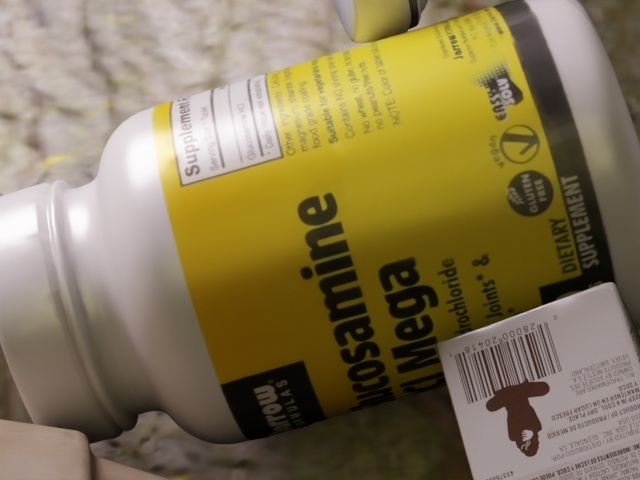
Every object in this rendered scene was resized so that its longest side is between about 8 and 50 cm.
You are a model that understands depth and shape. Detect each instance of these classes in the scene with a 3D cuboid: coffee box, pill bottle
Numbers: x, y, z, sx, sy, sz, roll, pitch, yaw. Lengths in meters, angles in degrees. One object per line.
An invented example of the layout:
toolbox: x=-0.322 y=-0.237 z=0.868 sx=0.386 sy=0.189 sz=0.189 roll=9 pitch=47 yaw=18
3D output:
coffee box: x=0.145 y=0.166 z=0.877 sx=0.098 sy=0.141 sz=0.246 roll=-20 pitch=62 yaw=11
pill bottle: x=0.000 y=0.000 z=0.970 sx=0.334 sy=0.188 sz=0.188 roll=-17 pitch=77 yaw=3

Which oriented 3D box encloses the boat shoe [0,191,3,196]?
boat shoe: x=-0.235 y=0.085 z=1.024 sx=0.084 sy=0.095 sz=0.258 roll=9 pitch=84 yaw=-2

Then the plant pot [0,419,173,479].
plant pot: x=-0.053 y=0.258 z=0.884 sx=0.280 sy=0.323 sz=0.323 roll=6 pitch=79 yaw=-9

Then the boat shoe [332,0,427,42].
boat shoe: x=0.056 y=-0.284 z=1.051 sx=0.156 sy=0.136 sz=0.367 roll=-8 pitch=62 yaw=-3
